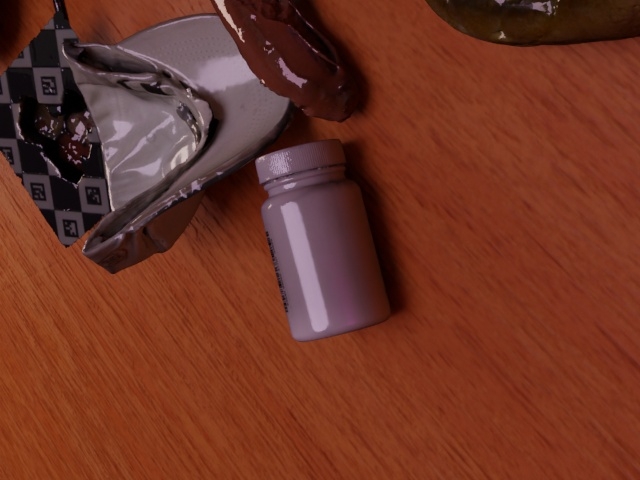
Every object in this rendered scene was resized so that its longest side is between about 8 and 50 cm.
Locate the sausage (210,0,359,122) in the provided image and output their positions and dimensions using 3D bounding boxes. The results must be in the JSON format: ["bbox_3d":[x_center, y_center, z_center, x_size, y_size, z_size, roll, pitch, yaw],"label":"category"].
[{"bbox_3d":[-0.065,-0.247,1.158,0.087,0.079,0.326,-30,72,4],"label":"sausage"}]

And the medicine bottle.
[{"bbox_3d":[0.000,0.000,1.130,0.103,0.103,0.186,-17,87,47],"label":"medicine bottle"}]

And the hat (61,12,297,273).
[{"bbox_3d":[-0.149,-0.113,1.260,0.302,0.168,0.257,-20,68,24],"label":"hat"}]

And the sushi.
[{"bbox_3d":[-0.314,-0.140,1.460,0.220,0.047,0.231,-36,87,35],"label":"sushi"}]

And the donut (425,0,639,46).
[{"bbox_3d":[0.184,-0.249,0.858,0.261,0.128,0.208,-4,96,46],"label":"donut"}]

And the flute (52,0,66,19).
[{"bbox_3d":[-0.367,-0.412,1.489,0.014,0.014,0.269,-15,89,47],"label":"flute"}]
